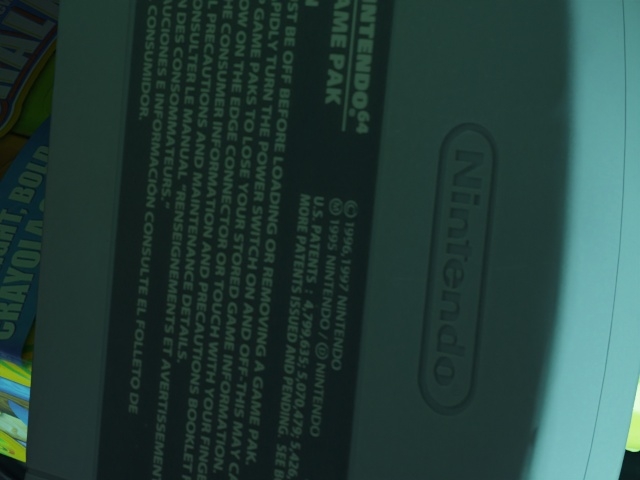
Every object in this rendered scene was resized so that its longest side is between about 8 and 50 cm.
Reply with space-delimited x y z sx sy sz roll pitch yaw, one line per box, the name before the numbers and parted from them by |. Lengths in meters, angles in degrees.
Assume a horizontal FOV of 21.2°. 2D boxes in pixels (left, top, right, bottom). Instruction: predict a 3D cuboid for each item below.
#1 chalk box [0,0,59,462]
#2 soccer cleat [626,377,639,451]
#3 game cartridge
chalk box | -0.094 0.000 0.732 0.289 0.180 0.179 15 157 25
soccer cleat | 0.130 0.039 0.597 0.289 0.093 0.121 24 125 -15
game cartridge | 0.000 0.000 0.499 0.198 0.297 0.062 9 -173 35
